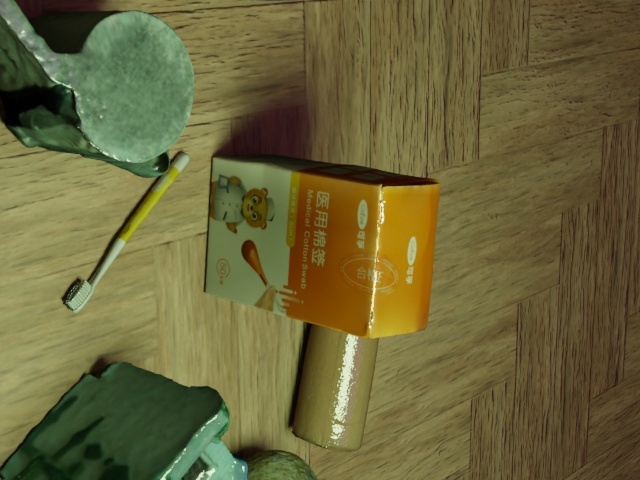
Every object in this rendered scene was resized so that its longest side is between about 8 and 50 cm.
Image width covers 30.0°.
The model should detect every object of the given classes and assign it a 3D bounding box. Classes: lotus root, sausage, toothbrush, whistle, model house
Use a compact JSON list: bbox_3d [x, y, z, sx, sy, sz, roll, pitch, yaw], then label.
[{"bbox_3d":[-0.091,0.451,1.832,0.349,0.175,0.175,-68,148,-54],"label":"lotus root"},{"bbox_3d":[0.031,0.218,2.017,0.123,0.123,0.253,7,95,-50],"label":"sausage"},{"bbox_3d":[-0.270,-0.018,1.684,0.288,0.021,0.024,-57,145,-23],"label":"toothbrush"},{"bbox_3d":[-0.330,-0.211,1.456,0.404,0.168,0.188,19,84,-45],"label":"whistle"},{"bbox_3d":[-0.245,0.382,1.661,0.295,0.251,0.329,-51,139,-29],"label":"model house"}]

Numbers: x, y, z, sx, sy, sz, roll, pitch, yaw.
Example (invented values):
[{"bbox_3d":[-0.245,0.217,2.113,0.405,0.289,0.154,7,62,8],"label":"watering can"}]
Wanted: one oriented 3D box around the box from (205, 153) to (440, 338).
[{"bbox_3d":[0.000,0.000,1.754,0.143,0.341,0.225,-7,105,-49],"label":"box"}]
